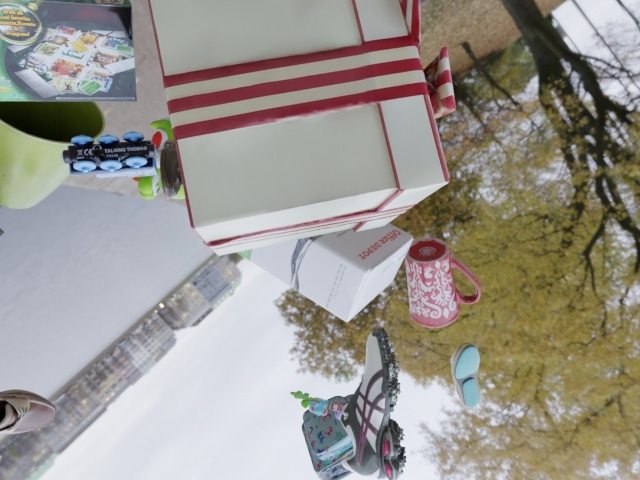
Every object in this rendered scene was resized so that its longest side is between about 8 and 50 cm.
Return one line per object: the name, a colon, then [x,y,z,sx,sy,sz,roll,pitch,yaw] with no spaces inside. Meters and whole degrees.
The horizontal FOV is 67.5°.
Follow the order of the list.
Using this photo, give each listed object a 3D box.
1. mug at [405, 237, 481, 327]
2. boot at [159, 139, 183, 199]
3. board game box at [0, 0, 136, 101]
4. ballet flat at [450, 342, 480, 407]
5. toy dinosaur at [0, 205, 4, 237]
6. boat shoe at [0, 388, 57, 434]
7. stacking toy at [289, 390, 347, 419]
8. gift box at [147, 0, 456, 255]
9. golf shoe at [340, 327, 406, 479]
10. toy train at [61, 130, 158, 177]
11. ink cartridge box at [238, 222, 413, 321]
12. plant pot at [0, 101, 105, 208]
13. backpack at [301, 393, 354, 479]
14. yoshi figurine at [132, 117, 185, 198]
mug: [0.253,0.081,1.031,0.150,0.169,0.113,-20,-148,-7]
boot: [-0.259,-0.149,0.956,0.106,0.082,0.219,-3,-146,-11]
board game box: [-0.366,-0.234,0.585,0.259,0.030,0.136,-7,142,-24]
ballet flat: [0.365,0.336,1.236,0.080,0.232,0.073,-19,-148,-10]
toy dinosaur: [-0.957,0.002,1.261,0.314,0.160,0.121,-61,-157,-4]
boat shoe: [-0.816,0.447,1.218,0.116,0.324,0.123,10,-105,30]
stacking toy: [0.030,0.473,1.328,0.167,0.221,0.052,141,-33,-72]
gift box: [-0.017,-0.143,0.503,0.258,0.277,0.255,-10,179,-8]
golf shoe: [0.092,0.302,0.895,0.120,0.273,0.105,-5,169,18]
toy train: [-0.430,-0.171,0.994,0.184,0.080,0.105,-8,169,-13]
ink cartridge box: [0.000,0.000,0.872,0.198,0.272,0.115,-30,145,-53]
plant pot: [-0.719,-0.223,1.176,0.293,0.274,0.275,-49,-178,31]
backpack: [0.075,0.621,1.547,0.253,0.191,0.225,-23,-148,-4]
yoshi figurine: [-0.442,-0.271,1.544,0.202,0.203,0.362,4,-120,31]
